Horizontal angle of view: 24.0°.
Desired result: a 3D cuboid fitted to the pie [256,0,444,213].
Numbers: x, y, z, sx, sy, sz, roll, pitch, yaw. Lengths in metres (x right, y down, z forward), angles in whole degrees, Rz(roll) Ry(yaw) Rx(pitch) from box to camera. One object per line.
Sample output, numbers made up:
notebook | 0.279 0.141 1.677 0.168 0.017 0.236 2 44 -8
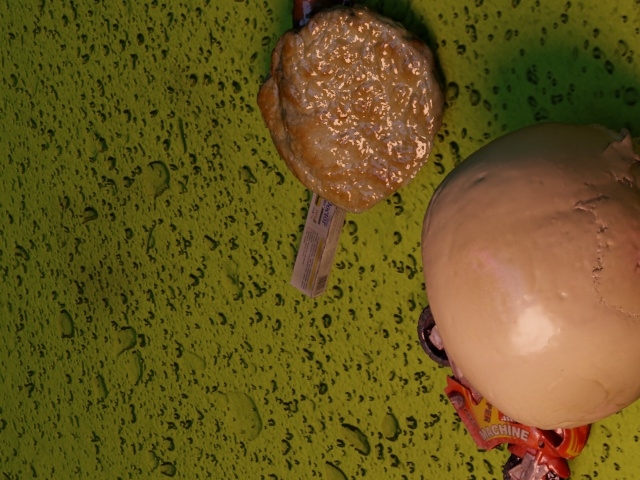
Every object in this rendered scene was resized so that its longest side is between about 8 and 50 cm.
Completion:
pie | 0.037 -0.177 1.922 0.257 0.105 0.274 34 123 17

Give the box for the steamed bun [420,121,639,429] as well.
steamed bun | 0.277 0.032 1.644 0.233 0.312 0.333 -28 91 44

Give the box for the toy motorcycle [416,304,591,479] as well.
toy motorcycle | 0.238 0.186 1.865 0.171 0.089 0.298 -38 77 39

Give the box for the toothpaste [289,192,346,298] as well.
toothpaste | 0.000 0.000 2.048 0.046 0.034 0.164 32 121 30
